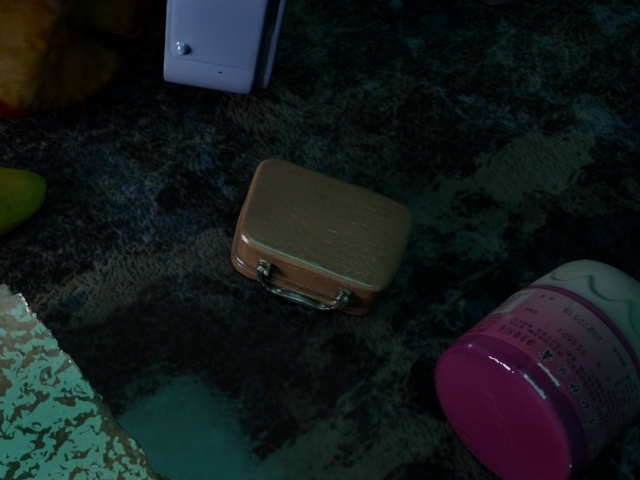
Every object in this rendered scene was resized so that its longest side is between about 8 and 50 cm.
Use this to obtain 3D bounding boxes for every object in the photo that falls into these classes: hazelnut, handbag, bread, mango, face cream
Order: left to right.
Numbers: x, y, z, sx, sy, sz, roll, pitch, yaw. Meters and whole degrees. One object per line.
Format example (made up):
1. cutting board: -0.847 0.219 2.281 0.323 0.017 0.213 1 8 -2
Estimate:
1. mango: -0.380 -0.039 0.897 0.187 0.066 0.101 -13 63 -31
2. bread: -0.264 0.203 0.751 0.183 0.102 0.337 -35 74 -26
3. hazelnut: -0.322 -0.257 0.973 0.217 0.217 0.251 39 82 11
4. handbag: 0.000 0.000 0.965 0.193 0.072 0.151 20 55 -4
5. face cream: 0.243 0.134 0.878 0.195 0.175 0.175 -33 71 -28

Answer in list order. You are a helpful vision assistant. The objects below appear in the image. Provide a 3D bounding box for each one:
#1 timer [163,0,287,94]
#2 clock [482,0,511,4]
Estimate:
1. timer: -0.117 -0.403 1.014 0.173 0.395 0.395 6 57 -8
2. clock: 0.291 -0.431 1.326 0.153 0.050 0.110 -25 67 -27
